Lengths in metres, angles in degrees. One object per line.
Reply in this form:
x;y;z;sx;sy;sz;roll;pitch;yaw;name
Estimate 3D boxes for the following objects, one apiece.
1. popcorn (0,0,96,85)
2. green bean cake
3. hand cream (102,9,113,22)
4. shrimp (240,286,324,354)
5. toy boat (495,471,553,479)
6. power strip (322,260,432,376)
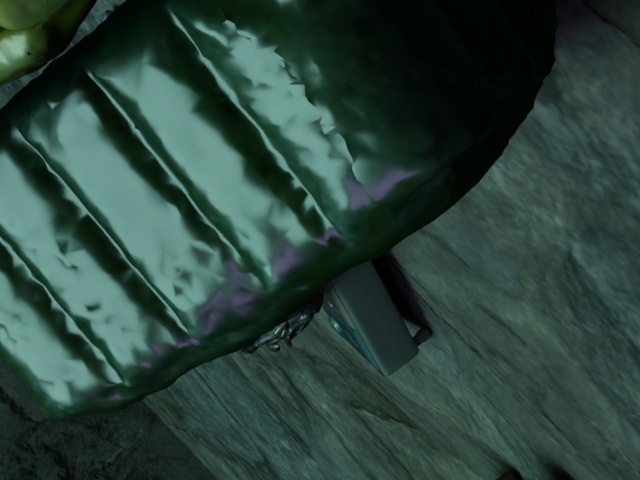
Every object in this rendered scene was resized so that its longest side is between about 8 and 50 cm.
-0.193;-0.241;0.657;0.334;0.292;0.293;18;149;47;popcorn
-0.024;-0.072;0.705;0.308;0.300;0.169;-32;101;34;green bean cake
-0.130;-0.092;1.202;0.255;0.048;0.079;57;162;17;hand cream
-0.045;0.048;1.125;0.233;0.079;0.090;134;134;-80;shrimp
0.175;0.284;1.240;0.121;0.089;0.321;49;166;22;toy boat
0.000;0.000;1.130;0.145;0.061;0.216;38;160;53;power strip
